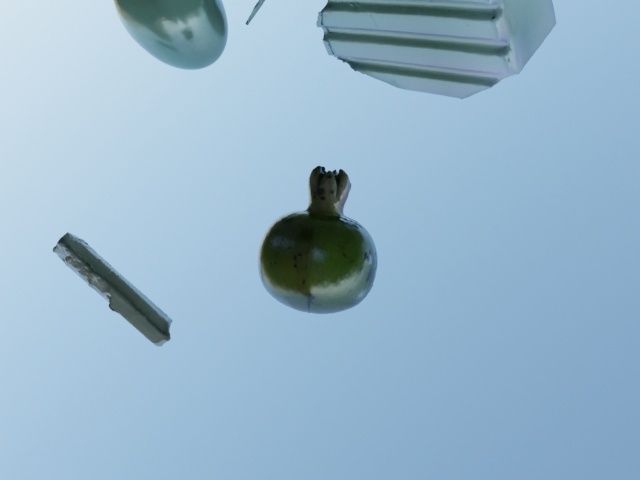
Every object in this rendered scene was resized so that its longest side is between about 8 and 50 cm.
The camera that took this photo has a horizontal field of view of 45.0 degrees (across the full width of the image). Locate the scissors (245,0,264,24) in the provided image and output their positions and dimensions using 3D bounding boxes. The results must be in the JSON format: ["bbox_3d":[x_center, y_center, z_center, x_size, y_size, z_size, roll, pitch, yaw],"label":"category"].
[{"bbox_3d":[-0.060,-0.482,1.327,0.017,0.144,0.248,33,-104,11],"label":"scissors"}]

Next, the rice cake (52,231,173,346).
[{"bbox_3d":[-0.358,0.087,1.341,0.052,0.256,0.057,-47,-172,2],"label":"rice cake"}]

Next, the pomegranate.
[{"bbox_3d":[-0.012,0.007,1.133,0.179,0.179,0.210,-21,-98,21],"label":"pomegranate"}]

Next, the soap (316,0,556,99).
[{"bbox_3d":[0.192,-0.410,1.419,0.446,0.261,0.156,17,-122,43],"label":"soap"}]

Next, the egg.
[{"bbox_3d":[-0.254,-0.396,1.323,0.168,0.231,0.168,-27,-145,21],"label":"egg"}]
